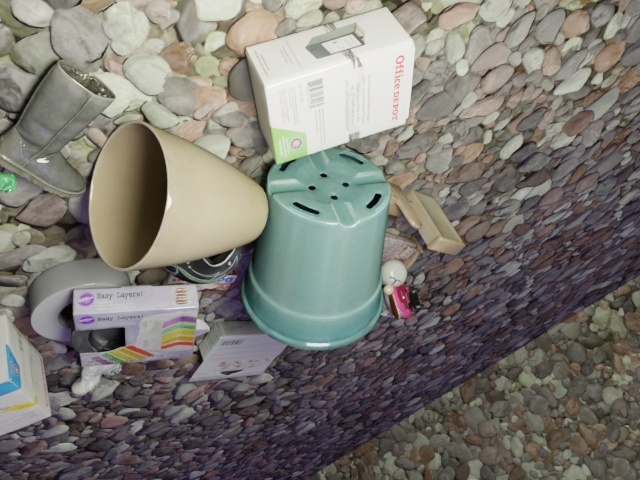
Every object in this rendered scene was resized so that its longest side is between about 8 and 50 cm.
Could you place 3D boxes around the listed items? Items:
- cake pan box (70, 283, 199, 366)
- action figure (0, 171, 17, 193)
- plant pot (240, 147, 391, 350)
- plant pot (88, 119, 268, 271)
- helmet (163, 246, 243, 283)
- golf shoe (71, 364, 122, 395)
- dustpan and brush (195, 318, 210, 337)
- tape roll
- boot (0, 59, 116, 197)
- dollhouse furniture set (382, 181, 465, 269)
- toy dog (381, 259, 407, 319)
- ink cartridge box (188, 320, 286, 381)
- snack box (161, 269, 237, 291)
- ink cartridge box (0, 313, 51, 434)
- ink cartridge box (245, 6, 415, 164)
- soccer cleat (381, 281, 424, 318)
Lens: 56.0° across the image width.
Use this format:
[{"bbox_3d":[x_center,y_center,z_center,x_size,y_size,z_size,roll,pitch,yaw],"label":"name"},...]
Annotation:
[{"bbox_3d":[-0.412,0.190,1.337,0.266,0.070,0.246,-1,141,-19],"label":"cake pan box"},{"bbox_3d":[-0.586,-0.119,0.917,0.232,0.064,0.137,20,164,-39],"label":"action figure"},{"bbox_3d":[0.000,0.000,1.314,0.341,0.341,0.334,-12,136,-21],"label":"plant pot"},{"bbox_3d":[-0.238,-0.065,1.111,0.274,0.256,0.256,6,136,-47],"label":"plant pot"},{"bbox_3d":[-0.252,0.015,1.283,0.161,0.169,0.169,21,126,-35],"label":"helmet"},{"bbox_3d":[-0.614,0.345,1.604,0.176,0.069,0.086,-37,126,11],"label":"golf shoe"},{"bbox_3d":[-0.408,0.218,1.568,0.147,0.060,0.211,-23,156,19],"label":"dustpan and brush"},{"bbox_3d":[-0.530,0.135,1.341,0.219,0.072,0.219,-18,147,-12],"label":"tape roll"},{"bbox_3d":[-0.414,-0.178,0.995,0.208,0.076,0.189,-42,147,12],"label":"boot"},{"bbox_3d":[0.183,0.048,1.618,0.303,0.174,0.355,13,131,-44],"label":"dollhouse furniture set"},{"bbox_3d":[0.112,0.166,1.647,0.220,0.161,0.334,12,155,3],"label":"toy dog"},{"bbox_3d":[-0.242,0.333,1.831,0.275,0.060,0.239,5,137,-40],"label":"ink cartridge box"},{"bbox_3d":[-0.300,0.100,1.496,0.178,0.022,0.064,1,137,-35],"label":"snack box"},{"bbox_3d":[-0.740,0.314,1.354,0.168,0.171,0.233,-18,146,-12],"label":"ink cartridge box"},{"bbox_3d":[0.020,-0.278,1.098,0.272,0.115,0.198,-19,147,-10],"label":"ink cartridge box"},{"bbox_3d":[0.224,0.196,1.860,0.143,0.116,0.331,-17,166,17],"label":"soccer cleat"}]
